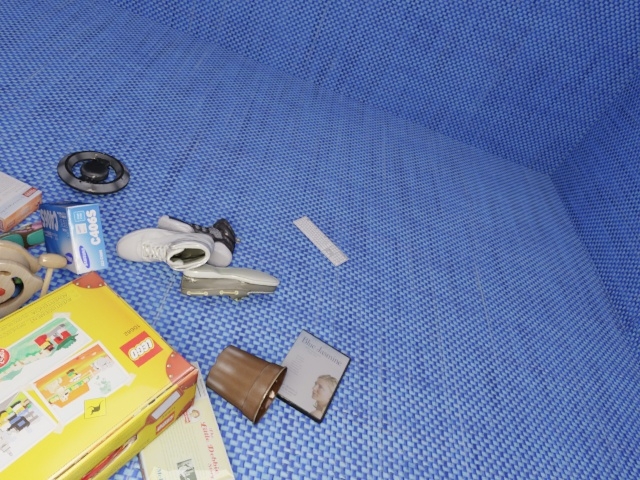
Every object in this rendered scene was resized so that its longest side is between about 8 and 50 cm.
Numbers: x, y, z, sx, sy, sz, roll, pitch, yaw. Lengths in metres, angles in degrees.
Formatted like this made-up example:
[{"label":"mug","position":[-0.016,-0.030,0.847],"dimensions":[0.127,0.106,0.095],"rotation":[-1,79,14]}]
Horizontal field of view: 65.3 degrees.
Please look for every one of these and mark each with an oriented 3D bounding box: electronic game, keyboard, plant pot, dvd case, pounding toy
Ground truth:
[{"label":"electronic game","position":[-0.781,-0.236,1.727],"dimensions":[0.229,0.048,0.229],"rotation":[16,39,-13]},{"label":"keyboard","position":[0.000,0.000,1.926],"dimensions":[0.072,0.014,0.256],"rotation":[-23,60,-43]},{"label":"plant pot","position":[-0.199,0.368,1.312],"dimensions":[0.165,0.167,0.167],"rotation":[26,39,11]},{"label":"dvd case","position":[-0.028,0.393,1.476],"dimensions":[0.180,0.022,0.253],"rotation":[30,39,5]},{"label":"pounding toy","position":[-0.759,0.109,1.201],"dimensions":[0.154,0.269,0.154],"rotation":[33,23,-52]}]

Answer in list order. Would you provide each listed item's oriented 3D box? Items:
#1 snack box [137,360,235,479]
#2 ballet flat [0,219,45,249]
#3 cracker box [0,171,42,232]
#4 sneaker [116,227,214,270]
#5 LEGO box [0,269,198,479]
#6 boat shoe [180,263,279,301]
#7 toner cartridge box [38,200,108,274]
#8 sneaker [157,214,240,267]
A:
[{"label":"snack box","position":[-0.346,0.458,1.199],"dimensions":[0.187,0.060,0.322],"rotation":[-5,49,-31]},{"label":"ballet flat","position":[-0.860,-0.008,1.426],"dimensions":[0.079,0.076,0.221],"rotation":[22,31,24]},{"label":"cracker box","position":[-0.985,-0.134,1.489],"dimensions":[0.232,0.067,0.155],"rotation":[26,40,0]},{"label":"sneaker","position":[-0.469,0.026,1.488],"dimensions":[0.293,0.108,0.169],"rotation":[-3,12,-9]},{"label":"LEGO box","position":[-0.573,0.344,1.040],"dimensions":[0.372,0.193,0.500],"rotation":[38,47,18]},{"label":"boat shoe","position":[-0.281,0.137,1.562],"dimensions":[0.305,0.091,0.109],"rotation":[8,12,-22]},{"label":"toner cartridge box","position":[-0.660,-0.017,1.320],"dimensions":[0.075,0.165,0.348],"rotation":[-14,12,-37]},{"label":"sneaker","position":[-0.398,-0.024,1.671],"dimensions":[0.269,0.101,0.153],"rotation":[30,38,-5]}]
